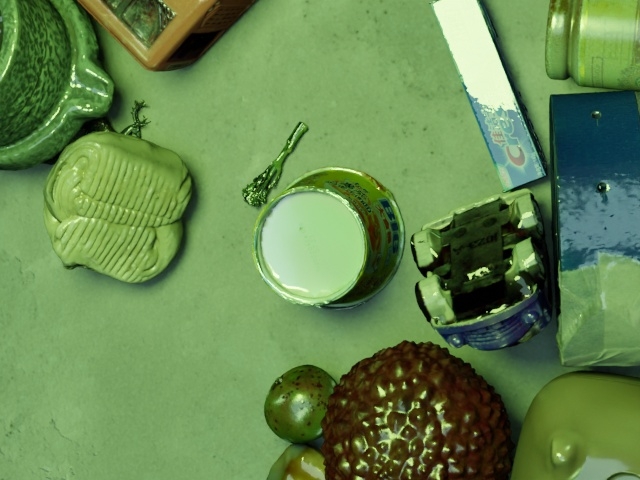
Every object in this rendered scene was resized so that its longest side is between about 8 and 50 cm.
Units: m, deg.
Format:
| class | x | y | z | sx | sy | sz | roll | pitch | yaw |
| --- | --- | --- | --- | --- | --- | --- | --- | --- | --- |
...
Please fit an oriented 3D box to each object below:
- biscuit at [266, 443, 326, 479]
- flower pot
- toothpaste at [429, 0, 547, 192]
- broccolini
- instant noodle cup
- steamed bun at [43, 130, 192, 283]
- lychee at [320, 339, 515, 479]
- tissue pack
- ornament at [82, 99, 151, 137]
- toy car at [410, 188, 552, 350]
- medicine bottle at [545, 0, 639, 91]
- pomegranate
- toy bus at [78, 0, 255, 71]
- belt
| class | x | y | z | sx | sy | sz | roll | pitch | yaw |
| --- | --- | --- | --- | --- | --- | --- | --- | --- | --- |
| biscuit | 0.021 | 0.446 | 2.038 | 0.290 | 0.062 | 0.237 | 33 | 102 | 10 |
| flower pot | -0.433 | -0.234 | 1.983 | 0.299 | 0.283 | 0.299 | -2 | 82 | 16 |
| toothpaste | 0.226 | -0.201 | 1.932 | 0.066 | 0.053 | 0.272 | -22 | 89 | 16 |
| broccolini | -0.065 | -0.109 | 2.037 | 0.140 | 0.030 | 0.035 | -57 | 44 | 8 |
| instant noodle cup | 0.000 | 0.000 | 1.961 | 0.205 | 0.153 | 0.205 | 1 | 94 | 16 |
| steamed bun | -0.295 | -0.061 | 2.030 | 0.218 | 0.144 | 0.211 | 13 | 112 | -31 |
| lychee | 0.129 | 0.262 | 1.902 | 0.264 | 0.300 | 0.264 | 14 | 141 | 12 |
| tissue pack | 0.366 | 0.369 | 1.831 | 0.267 | 0.277 | 0.387 | 9 | 98 | 11 |
| ornament | -0.300 | -0.163 | 2.091 | 0.125 | 0.028 | 0.073 | -40 | 85 | 17 |
| toy car | 0.223 | 0.056 | 1.863 | 0.172 | 0.235 | 0.158 | -21 | 123 | 19 |
| medicine bottle | 0.451 | -0.257 | 1.815 | 0.322 | 0.151 | 0.151 | 7 | 96 | 15 |
| pomegranate | -0.011 | 0.239 | 2.010 | 0.142 | 0.114 | 0.114 | 42 | 105 | -16 |
| toy bus | -0.282 | -0.441 | 1.975 | 0.427 | 0.203 | 0.233 | 46 | 109 | 5 |
| belt | 0.350 | -0.013 | 1.825 | 0.117 | 0.212 | 0.347 | -2 | 98 | 6 |
